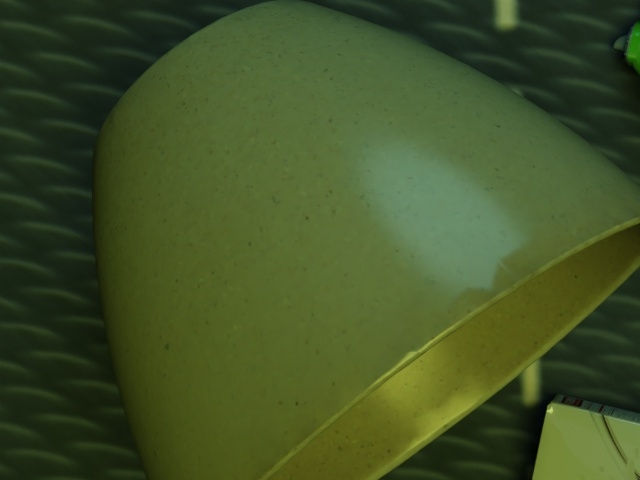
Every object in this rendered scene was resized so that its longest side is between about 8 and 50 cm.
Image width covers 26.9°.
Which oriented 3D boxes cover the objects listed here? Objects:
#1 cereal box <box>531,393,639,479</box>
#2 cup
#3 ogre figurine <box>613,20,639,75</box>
[{"bbox_3d":[0.256,0.217,0.912,0.240,0.047,0.173,12,96,16],"label":"cereal box"},{"bbox_3d":[0.000,0.000,0.787,0.331,0.331,0.237,-35,74,-1],"label":"cup"},{"bbox_3d":[0.278,-0.117,0.884,0.118,0.097,0.197,-39,90,15],"label":"ogre figurine"}]
